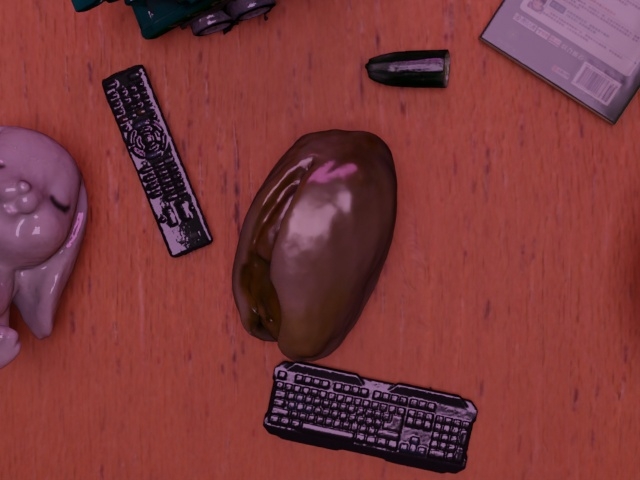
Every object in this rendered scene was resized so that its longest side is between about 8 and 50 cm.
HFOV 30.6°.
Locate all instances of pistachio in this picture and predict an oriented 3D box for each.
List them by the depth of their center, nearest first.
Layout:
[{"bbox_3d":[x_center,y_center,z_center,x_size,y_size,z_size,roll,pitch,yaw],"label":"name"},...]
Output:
[{"bbox_3d":[0.000,0.000,1.406,0.166,0.197,0.288,35,111,43],"label":"pistachio"}]

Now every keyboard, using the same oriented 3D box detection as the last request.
[{"bbox_3d":[0.063,0.222,1.477,0.263,0.016,0.106,12,94,2],"label":"keyboard"}]

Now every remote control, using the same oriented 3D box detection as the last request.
[{"bbox_3d":[-0.204,-0.100,1.467,0.063,0.025,0.245,-21,93,5],"label":"remote control"}]

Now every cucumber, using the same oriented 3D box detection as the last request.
[{"bbox_3d":[0.107,-0.209,1.435,0.105,0.048,0.048,-1,93,5],"label":"cucumber"}]

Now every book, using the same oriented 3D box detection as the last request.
[{"bbox_3d":[0.348,-0.304,1.427,0.202,0.027,0.264,33,95,1],"label":"book"}]

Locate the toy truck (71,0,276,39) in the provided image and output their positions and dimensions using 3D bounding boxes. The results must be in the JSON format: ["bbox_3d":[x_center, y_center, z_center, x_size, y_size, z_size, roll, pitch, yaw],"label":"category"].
[{"bbox_3d":[-0.107,-0.345,1.334,0.364,0.178,0.176,-20,92,31],"label":"toy truck"}]

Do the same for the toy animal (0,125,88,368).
[{"bbox_3d":[-0.402,-0.016,1.407,0.272,0.206,0.265,33,86,-15],"label":"toy animal"}]
